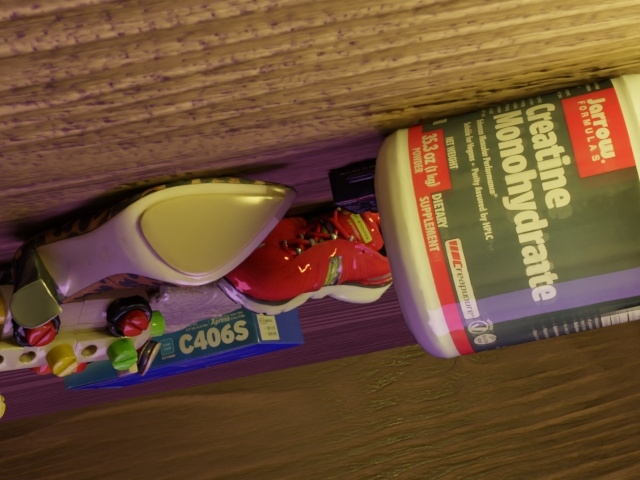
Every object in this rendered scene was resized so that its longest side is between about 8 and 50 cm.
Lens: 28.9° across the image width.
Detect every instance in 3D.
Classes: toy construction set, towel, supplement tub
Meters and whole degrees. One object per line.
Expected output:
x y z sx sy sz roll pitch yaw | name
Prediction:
-0.292 0.120 1.320 0.327 0.151 0.215 -17 141 -44 | toy construction set
-0.223 0.091 1.595 0.282 0.049 0.187 -19 168 39 | towel
0.193 -0.022 0.980 0.272 0.191 0.191 -13 170 11 | supplement tub

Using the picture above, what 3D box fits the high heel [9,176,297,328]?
-0.154 -0.008 1.104 0.261 0.093 0.186 -22 -166 -6 | high heel

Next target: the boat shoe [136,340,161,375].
-0.245 0.152 1.659 0.043 0.049 0.137 34 164 -8 | boat shoe

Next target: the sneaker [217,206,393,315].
0.000 0.000 1.261 0.279 0.107 0.118 -5 151 -48 | sneaker

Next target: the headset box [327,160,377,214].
0.047 -0.050 1.130 0.062 0.032 0.083 -14 169 15 | headset box

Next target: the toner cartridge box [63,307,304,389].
-0.217 0.164 1.944 0.347 0.075 0.165 -15 169 21 | toner cartridge box
